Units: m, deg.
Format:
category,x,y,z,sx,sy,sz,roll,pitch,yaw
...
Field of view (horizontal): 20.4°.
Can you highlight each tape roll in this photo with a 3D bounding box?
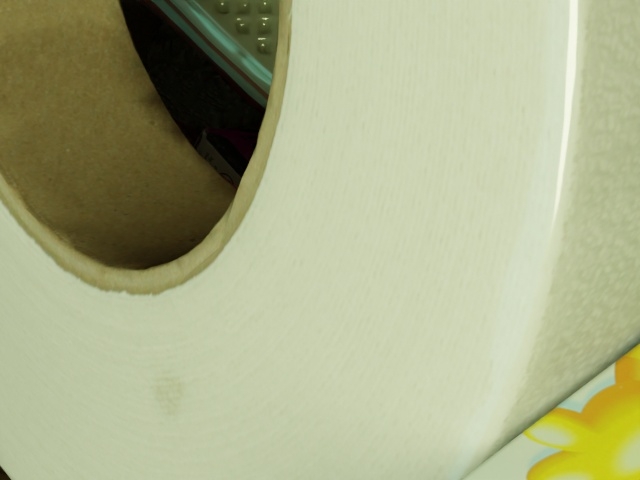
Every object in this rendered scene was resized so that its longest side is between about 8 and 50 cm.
category,x,y,z,sx,sy,sz,roll,pitch,yaw
tape roll,-0.042,-0.091,0.479,0.392,0.072,0.392,25,123,48

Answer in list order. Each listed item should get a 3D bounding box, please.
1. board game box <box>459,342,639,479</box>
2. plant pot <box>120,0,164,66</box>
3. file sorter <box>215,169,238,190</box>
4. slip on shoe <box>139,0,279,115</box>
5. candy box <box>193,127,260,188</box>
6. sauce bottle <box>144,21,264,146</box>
category,x,y,z,sx,sy,sz,roll,pitch,yaw
board game box,0.110,0.107,0.365,0.144,0.275,0.142,45,166,42
plant pot,-0.181,-0.147,1.038,0.284,0.284,0.191,47,133,38
file sorter,-0.185,0.025,0.786,0.290,0.182,0.202,40,132,47
slip on shoe,-0.061,-0.155,0.778,0.331,0.123,0.101,46,172,17
candy box,0.057,0.045,0.749,0.233,0.159,0.071,48,124,34
sauce bottle,0.000,0.000,1.002,0.111,0.111,0.344,48,168,34
